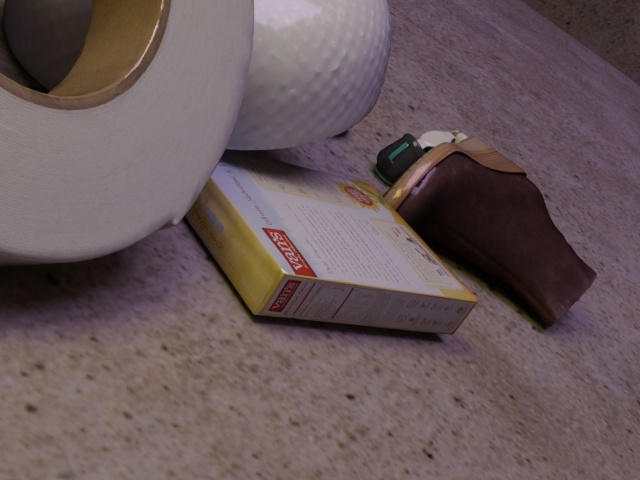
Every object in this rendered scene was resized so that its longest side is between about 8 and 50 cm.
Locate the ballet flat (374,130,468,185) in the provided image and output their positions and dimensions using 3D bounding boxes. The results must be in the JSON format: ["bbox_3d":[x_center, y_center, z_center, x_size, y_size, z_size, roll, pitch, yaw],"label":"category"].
[{"bbox_3d":[0.137,-0.090,1.317,0.074,0.074,0.203,47,24,25],"label":"ballet flat"}]

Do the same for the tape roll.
[{"bbox_3d":[-0.182,-0.174,0.686,0.392,0.072,0.391,10,77,-54],"label":"tape roll"}]

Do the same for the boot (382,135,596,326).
[{"bbox_3d":[0.172,-0.001,1.169,0.207,0.090,0.248,51,37,8],"label":"boot"}]

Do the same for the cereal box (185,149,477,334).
[{"bbox_3d":[0.000,0.000,0.960,0.240,0.047,0.173,10,32,-46],"label":"cereal box"}]

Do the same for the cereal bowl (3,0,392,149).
[{"bbox_3d":[-0.096,-0.225,0.997,0.339,0.141,0.339,9,36,-7],"label":"cereal bowl"}]
